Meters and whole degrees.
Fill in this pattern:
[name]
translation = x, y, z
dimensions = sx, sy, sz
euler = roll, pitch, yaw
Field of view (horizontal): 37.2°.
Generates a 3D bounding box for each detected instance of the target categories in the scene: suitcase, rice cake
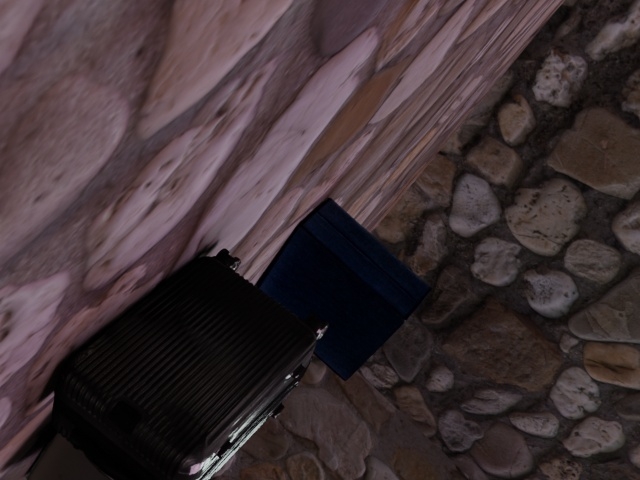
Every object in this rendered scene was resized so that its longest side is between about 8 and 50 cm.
[suitcase]
translation = -0.146, 0.151, 1.103
dimensions = 0.312, 0.202, 0.128
euler = -41, 162, -46
[rice cake]
translation = -0.385, 0.309, 1.331
dimensions = 0.121, 0.022, 0.021
euler = -51, 175, 39

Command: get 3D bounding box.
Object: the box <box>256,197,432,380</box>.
[box]
translation = 0.033, 0.100, 1.830
dimensions = 0.116, 0.261, 0.279
euler = -46, 175, -41

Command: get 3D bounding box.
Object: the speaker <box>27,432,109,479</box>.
[speaker]
translation = -0.245, 0.286, 1.337
dimensions = 0.184, 0.183, 0.406
euler = -54, 175, 5
